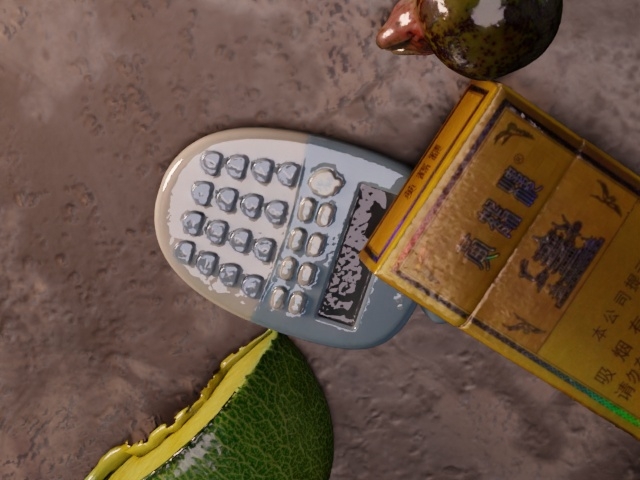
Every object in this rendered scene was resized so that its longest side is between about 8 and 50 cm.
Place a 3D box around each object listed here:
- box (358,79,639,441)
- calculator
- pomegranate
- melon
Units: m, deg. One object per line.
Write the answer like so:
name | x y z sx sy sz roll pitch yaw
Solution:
box | 0.210 0.019 1.249 0.301 0.084 0.193 32 93 -14
calculator | 0.000 0.000 1.295 0.302 0.042 0.188 17 107 -5
pomegranate | 0.116 -0.195 1.184 0.163 0.125 0.138 -15 81 12
melon | -0.087 0.231 1.333 0.265 0.129 0.169 -41 107 12
